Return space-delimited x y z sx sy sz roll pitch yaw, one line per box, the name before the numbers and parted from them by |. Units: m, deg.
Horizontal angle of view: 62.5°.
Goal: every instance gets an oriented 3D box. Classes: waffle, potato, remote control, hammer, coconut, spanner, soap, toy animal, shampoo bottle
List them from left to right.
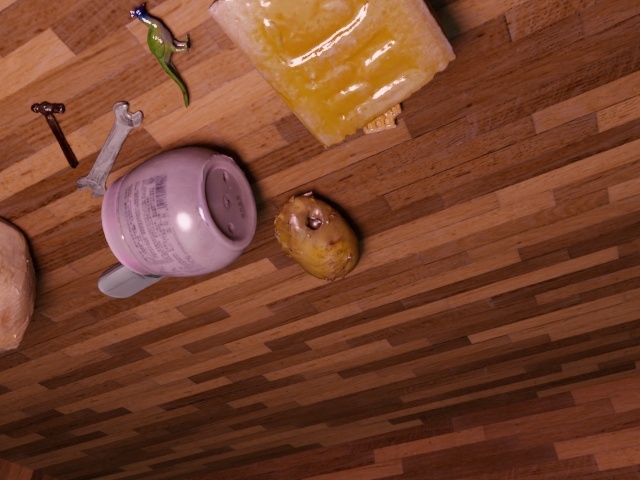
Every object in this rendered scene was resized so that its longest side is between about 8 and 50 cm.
coconut | -0.899 0.140 1.269 0.404 0.405 0.405 -1 138 -1
hammer | -0.557 -0.220 1.137 0.065 0.021 0.178 -3 138 -1
spanner | -0.471 -0.191 1.175 0.071 0.018 0.302 24 132 -27
remote control | -0.513 0.090 1.458 0.247 0.052 0.104 -26 134 24
toy animal | -0.272 -0.345 0.999 0.074 0.041 0.217 -11 141 12
shampoo bottle | -0.300 -0.057 1.143 0.266 0.273 0.273 -10 138 23
potato | 0.000 0.000 1.315 0.172 0.140 0.300 -16 140 21
soap | 0.027 -0.366 0.895 0.293 0.156 0.335 -27 128 24
waffle | 0.121 -0.284 1.093 0.092 0.021 0.135 -13 137 11
